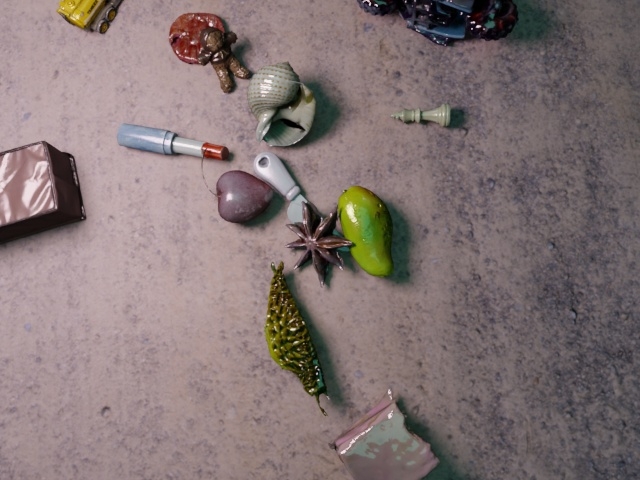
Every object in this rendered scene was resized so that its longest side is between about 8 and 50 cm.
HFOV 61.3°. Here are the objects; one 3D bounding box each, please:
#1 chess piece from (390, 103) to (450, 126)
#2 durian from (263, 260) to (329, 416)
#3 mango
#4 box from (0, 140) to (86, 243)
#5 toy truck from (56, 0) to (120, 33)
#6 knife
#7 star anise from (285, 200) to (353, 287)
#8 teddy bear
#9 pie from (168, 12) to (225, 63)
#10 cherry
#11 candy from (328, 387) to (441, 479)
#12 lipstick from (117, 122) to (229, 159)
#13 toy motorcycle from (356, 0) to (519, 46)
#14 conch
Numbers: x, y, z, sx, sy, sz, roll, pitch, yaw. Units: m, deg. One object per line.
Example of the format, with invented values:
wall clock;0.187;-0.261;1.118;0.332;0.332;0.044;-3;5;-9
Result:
chess piece;0.254;-0.320;1.377;0.149;0.059;0.059;3;81;6
durian;-0.071;0.231;1.255;0.106;0.132;0.375;-15;76;-15
mango;0.119;-0.022;1.301;0.125;0.111;0.233;-24;81;2
box;-0.728;-0.108;1.294;0.252;0.153;0.188;-14;82;-4
toy truck;-0.576;-0.642;1.395;0.098;0.114;0.227;30;82;5
knife;-0.053;-0.083;1.351;0.080;0.044;0.331;-40;87;2
star anise;0.000;0.000;1.304;0.180;0.061;0.205;-32;84;30
teddy bear;-0.253;-0.470;1.370;0.119;0.160;0.078;-37;46;-8
pie;-0.322;-0.531;1.418;0.153;0.038;0.154;0;81;-3
cherry;-0.195;-0.137;1.319;0.148;0.115;0.188;-11;75;18
candy;0.141;0.470;1.211;0.195;0.137;0.185;-37;83;-3
lipstick;-0.366;-0.242;1.355;0.274;0.068;0.061;11;84;3
toy motorcycle;0.307;-0.643;1.383;0.415;0.172;0.232;16;75;11
conch;-0.103;-0.340;1.342;0.172;0.131;0.200;15;122;-19
